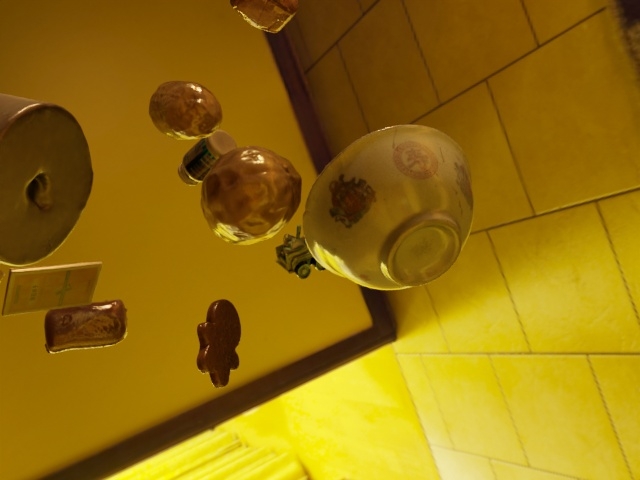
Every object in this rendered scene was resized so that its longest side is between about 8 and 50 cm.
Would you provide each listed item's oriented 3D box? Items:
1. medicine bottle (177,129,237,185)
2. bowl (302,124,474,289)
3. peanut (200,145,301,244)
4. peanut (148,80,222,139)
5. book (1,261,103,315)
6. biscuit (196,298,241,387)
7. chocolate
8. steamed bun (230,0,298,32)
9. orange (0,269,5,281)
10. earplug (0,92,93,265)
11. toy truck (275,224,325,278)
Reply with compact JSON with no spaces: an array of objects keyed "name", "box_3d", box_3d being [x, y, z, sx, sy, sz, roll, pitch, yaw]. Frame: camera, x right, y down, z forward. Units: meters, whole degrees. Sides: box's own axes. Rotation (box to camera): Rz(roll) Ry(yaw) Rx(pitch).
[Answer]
[{"name":"medicine bottle","box_3d":[-0.340,-0.241,1.817,0.191,0.107,0.107,-31,79,38]},{"name":"bowl","box_3d":[0.193,-0.024,1.377,0.196,0.435,0.434,-119,25,-50]},{"name":"peanut","box_3d":[-0.135,-0.083,1.179,0.169,0.192,0.387,56,169,-4]},{"name":"peanut","box_3d":[-0.286,-0.273,1.296,0.224,0.129,0.129,31,134,56]},{"name":"book","box_3d":[-0.733,0.131,1.678,0.018,0.242,0.170,51,129,32]},{"name":"biscuit","box_3d":[-0.256,0.255,1.558,0.236,0.039,0.180,-79,-32,-47]},{"name":"chocolate","box_3d":[-0.747,0.263,1.951,0.083,0.261,0.161,129,130,-63]},{"name":"steamed bun","box_3d":[-0.163,-0.688,1.766,0.145,0.175,0.106,-27,45,56]},{"name":"orange","box_3d":[-0.998,0.076,1.603,0.329,0.249,0.329,-1,86,24]},{"name":"earplug","box_3d":[-0.699,-0.147,1.189,0.394,0.312,0.312,15,129,13]},{"name":"toy truck","box_3d":[0.003,0.002,1.773,0.128,0.260,0.135,35,136,56]}]
